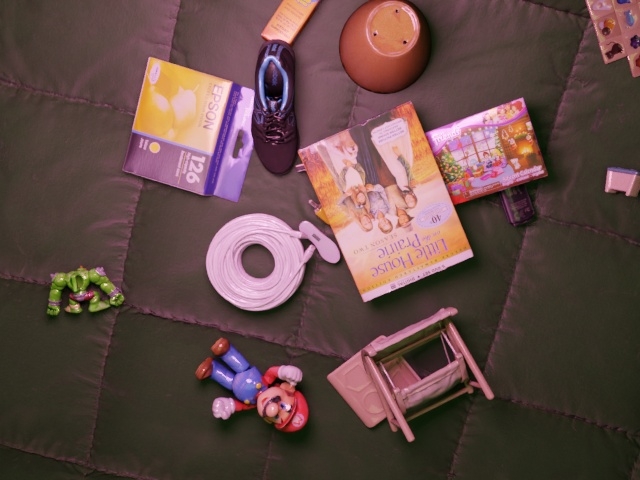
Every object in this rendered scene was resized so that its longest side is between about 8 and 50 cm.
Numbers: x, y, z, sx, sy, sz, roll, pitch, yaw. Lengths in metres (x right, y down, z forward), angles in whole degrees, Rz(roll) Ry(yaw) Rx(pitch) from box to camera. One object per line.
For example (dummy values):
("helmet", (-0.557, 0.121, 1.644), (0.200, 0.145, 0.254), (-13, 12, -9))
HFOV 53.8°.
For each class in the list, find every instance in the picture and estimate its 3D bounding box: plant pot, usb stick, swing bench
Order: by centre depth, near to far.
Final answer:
("plant pot", (0.161, -0.476, 1.496), (0.237, 0.254, 0.237), (0, 99, 2))
("swing bench", (0.263, 0.335, 1.625), (0.253, 0.165, 0.255), (-23, 87, -11))
("usb stick", (0.482, -0.176, 1.634), (0.077, 0.045, 0.278), (-21, 97, -2))

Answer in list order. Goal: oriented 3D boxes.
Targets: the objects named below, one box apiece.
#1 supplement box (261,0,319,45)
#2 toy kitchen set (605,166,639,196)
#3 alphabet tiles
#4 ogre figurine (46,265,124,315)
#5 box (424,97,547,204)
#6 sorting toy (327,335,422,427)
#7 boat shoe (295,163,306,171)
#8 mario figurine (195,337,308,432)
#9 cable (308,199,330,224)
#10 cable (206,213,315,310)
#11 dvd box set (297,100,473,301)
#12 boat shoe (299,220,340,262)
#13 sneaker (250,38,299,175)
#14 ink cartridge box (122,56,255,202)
("supplement box", (-0.053, -0.586, 1.576), (0.078, 0.080, 0.233), (34, 96, -5))
("toy kitchen set", (0.866, -0.162, 1.615), (0.207, 0.166, 0.122), (3, 101, -36))
("alphabet tiles", (0.853, -0.585, 1.578), (0.342, 0.011, 0.285), (-20, 98, 5))
("ogre figurine", (-0.638, 0.133, 1.695), (0.197, 0.097, 0.118), (-1, 110, 13))
("box", (0.395, -0.213, 1.589), (0.293, 0.057, 0.201), (-18, 97, 20))
("sorting toy", (0.153, 0.387, 1.736), (0.208, 0.038, 0.193), (-38, 95, 11))
("boat shoe", (0.004, -0.185, 1.649), (0.137, 0.049, 0.043), (-3, 100, -2))
("mario figurine", (-0.174, 0.398, 1.674), (0.320, 0.170, 0.198), (33, 133, 5))
("cable", (0.096, -0.027, 1.677), (0.139, 0.072, 0.287), (-33, 108, -3))
("cable", (-0.167, 0.055, 1.669), (0.257, 0.089, 0.257), (25, 99, -1))
("dvd box set", (0.163, -0.093, 1.582), (0.307, 0.062, 0.420), (-22, 98, 4))
("boat shoe", (0.000, 0.000, 1.678), (0.049, 0.040, 0.142), (-42, 95, 8))
("sneaker", (-0.121, -0.313, 1.561), (0.125, 0.140, 0.341), (-1, 117, 3))
("ink cartridge box", (-0.327, -0.281, 1.637), (0.307, 0.072, 0.304), (16, 98, 1))
